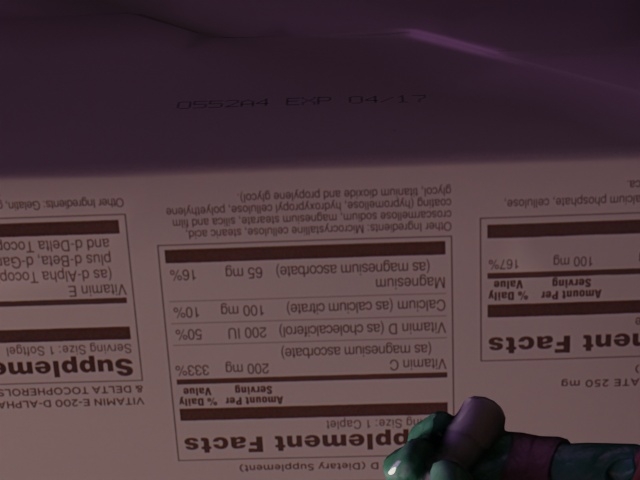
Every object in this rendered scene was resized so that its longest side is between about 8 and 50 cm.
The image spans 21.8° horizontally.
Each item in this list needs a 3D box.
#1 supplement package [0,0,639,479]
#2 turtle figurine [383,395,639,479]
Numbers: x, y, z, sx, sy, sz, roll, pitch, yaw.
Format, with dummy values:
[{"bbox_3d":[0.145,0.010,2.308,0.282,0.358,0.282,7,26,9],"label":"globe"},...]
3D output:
[{"bbox_3d":[0.000,0.000,0.537,0.204,0.262,0.145,-88,-4,-64],"label":"supplement package"},{"bbox_3d":[0.070,0.048,0.300,0.175,0.118,0.234,179,105,-77],"label":"turtle figurine"}]
